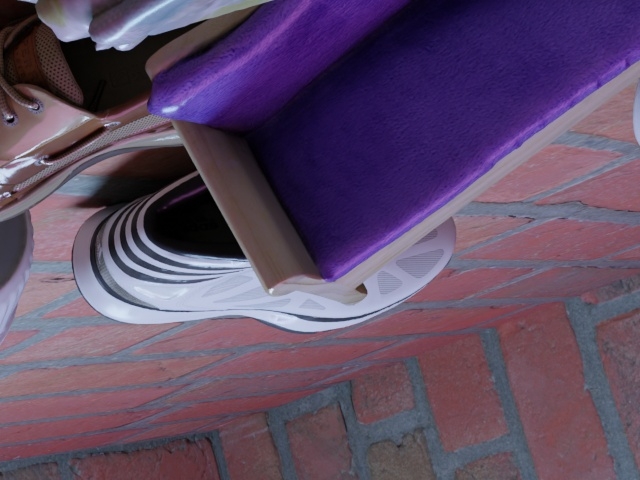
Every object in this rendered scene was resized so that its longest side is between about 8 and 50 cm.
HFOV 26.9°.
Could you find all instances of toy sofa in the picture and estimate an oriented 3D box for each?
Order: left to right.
[{"bbox_3d":[0.082,-0.123,0.811,0.362,0.150,0.177,-37,158,16],"label":"toy sofa"}]

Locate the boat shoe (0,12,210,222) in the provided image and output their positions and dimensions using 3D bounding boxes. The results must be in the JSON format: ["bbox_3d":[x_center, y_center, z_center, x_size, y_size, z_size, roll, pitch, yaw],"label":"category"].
[{"bbox_3d":[-0.183,-0.105,0.893,0.324,0.123,0.120,-22,163,-8],"label":"boat shoe"}]

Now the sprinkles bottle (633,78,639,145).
[{"bbox_3d":[0.477,-0.108,1.241,0.355,0.121,0.121,16,-174,32],"label":"sprinkles bottle"}]

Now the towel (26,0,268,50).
[{"bbox_3d":[0.080,-0.209,0.544,0.374,0.090,0.320,-27,-175,27],"label":"towel"}]

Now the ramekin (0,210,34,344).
[{"bbox_3d":[-0.312,0.004,0.995,0.207,0.207,0.109,-6,155,-37],"label":"ramekin"}]

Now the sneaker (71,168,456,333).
[{"bbox_3d":[0.000,0.001,1.355,0.447,0.169,0.257,-5,172,-31],"label":"sneaker"}]
